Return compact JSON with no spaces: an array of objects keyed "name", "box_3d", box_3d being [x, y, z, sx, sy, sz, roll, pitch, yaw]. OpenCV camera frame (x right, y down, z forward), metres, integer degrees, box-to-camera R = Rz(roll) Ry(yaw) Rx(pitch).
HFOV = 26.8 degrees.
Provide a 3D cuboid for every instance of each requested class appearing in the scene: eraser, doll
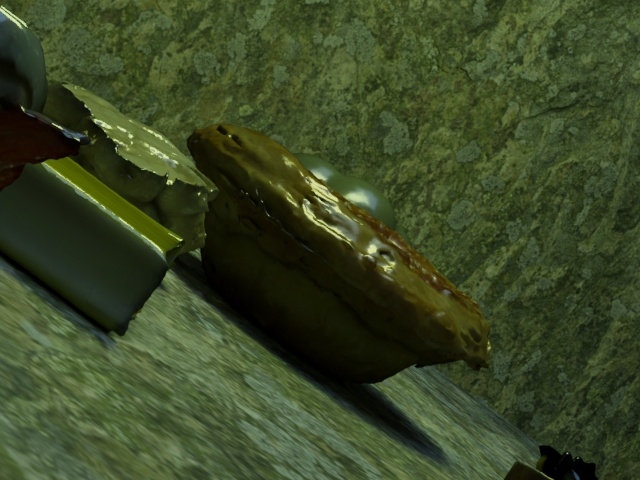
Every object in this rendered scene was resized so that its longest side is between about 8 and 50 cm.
[{"name":"eraser","box_3d":[-0.197,-0.034,0.898,0.226,0.069,0.158,37,3,-2]},{"name":"doll","box_3d":[0.389,0.382,2.017,0.127,0.088,0.248,14,-21,29]}]

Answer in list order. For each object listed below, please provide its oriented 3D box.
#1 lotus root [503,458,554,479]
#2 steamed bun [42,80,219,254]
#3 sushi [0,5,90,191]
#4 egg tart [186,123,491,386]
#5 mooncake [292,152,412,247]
[{"name":"lotus root","box_3d":[0.214,0.259,1.258,0.112,0.081,0.122,35,0,39]},{"name":"steamed bun","box_3d":[-0.186,-0.051,1.239,0.177,0.106,0.192,42,13,36]},{"name":"sushi","box_3d":[-0.244,-0.105,0.717,0.124,0.130,0.332,32,5,-46]},{"name":"egg tart","box_3d":[0.003,0.037,1.558,0.443,0.178,0.443,38,3,-2]},{"name":"mooncake","box_3d":[0.000,0.000,1.901,0.275,0.135,0.275,24,-35,18]}]
